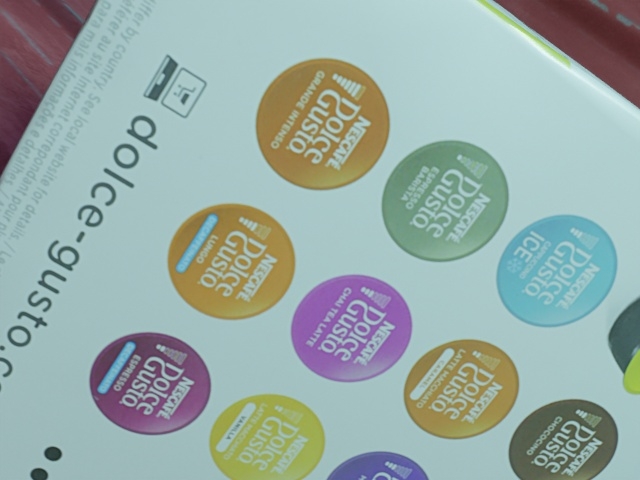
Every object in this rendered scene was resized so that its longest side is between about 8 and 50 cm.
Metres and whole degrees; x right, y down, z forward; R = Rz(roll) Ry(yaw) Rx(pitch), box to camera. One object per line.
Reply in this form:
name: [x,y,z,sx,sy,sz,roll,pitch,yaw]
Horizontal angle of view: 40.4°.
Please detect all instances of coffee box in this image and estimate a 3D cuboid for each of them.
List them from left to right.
coffee box: [0.000,0.000,0.523,0.334,0.338,0.338,30,19,-16]
